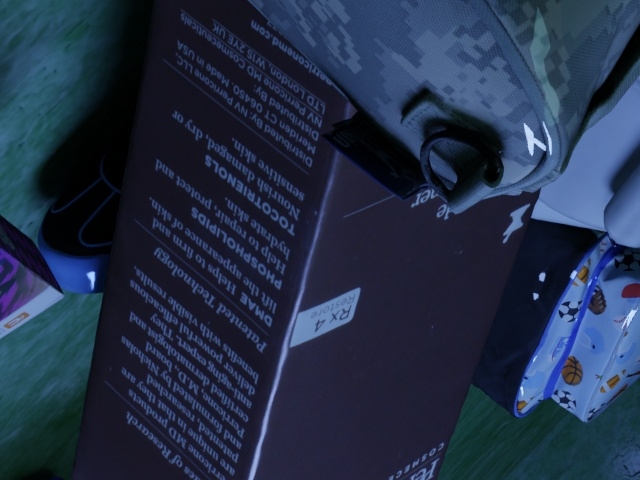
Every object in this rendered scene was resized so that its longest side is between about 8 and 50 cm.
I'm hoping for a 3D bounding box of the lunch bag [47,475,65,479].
[{"bbox_3d":[-0.211,0.391,1.232,0.385,0.328,0.239,-41,166,-24],"label":"lunch bag"}]

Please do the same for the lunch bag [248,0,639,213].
[{"bbox_3d":[0.081,-0.193,0.711,0.305,0.256,0.212,-44,-178,-18],"label":"lunch bag"}]

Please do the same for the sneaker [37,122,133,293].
[{"bbox_3d":[-0.068,-0.068,1.014,0.232,0.081,0.090,-39,145,-19],"label":"sneaker"}]

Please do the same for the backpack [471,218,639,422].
[{"bbox_3d":[0.254,0.023,1.766,0.263,0.213,0.276,-44,163,-47],"label":"backpack"}]

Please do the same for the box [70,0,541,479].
[{"bbox_3d":[0.000,0.000,0.964,0.191,0.143,0.381,-25,144,-39],"label":"box"}]

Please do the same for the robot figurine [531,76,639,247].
[{"bbox_3d":[0.245,-0.144,1.348,0.353,0.199,0.300,112,-18,-56],"label":"robot figurine"}]

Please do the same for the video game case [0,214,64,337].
[{"bbox_3d":[-0.232,0.047,0.795,0.210,0.042,0.232,-33,168,-3],"label":"video game case"}]
